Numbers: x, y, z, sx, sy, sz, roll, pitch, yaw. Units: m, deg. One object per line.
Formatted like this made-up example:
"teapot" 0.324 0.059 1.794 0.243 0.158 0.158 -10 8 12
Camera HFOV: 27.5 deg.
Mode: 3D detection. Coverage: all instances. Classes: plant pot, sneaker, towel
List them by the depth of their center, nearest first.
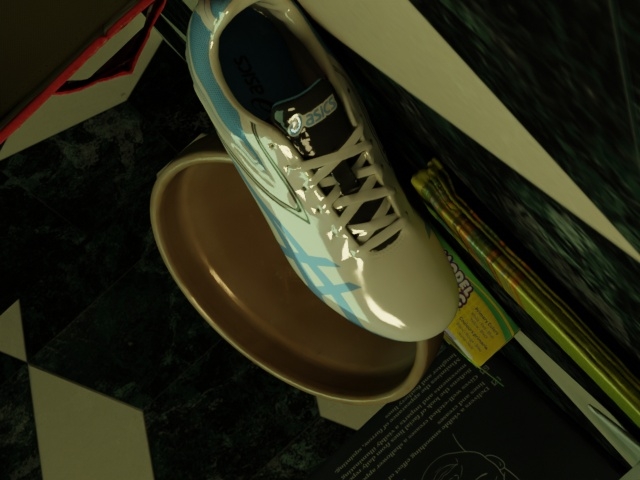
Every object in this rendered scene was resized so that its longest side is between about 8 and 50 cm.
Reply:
"sneaker" 0.001 -0.041 0.737 0.237 0.085 0.086 56 171 -5
"towel" 0.143 0.050 0.747 0.237 0.021 0.102 47 -177 16
"plant pot" 0.000 0.000 0.955 0.237 0.110 0.237 25 143 21

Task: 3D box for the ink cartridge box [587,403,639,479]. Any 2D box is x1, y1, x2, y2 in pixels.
"ink cartridge box" 0.299 0.304 0.975 0.353 0.119 0.207 48 179 -18

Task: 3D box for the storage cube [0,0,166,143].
"storage cube" -0.161 -0.163 0.606 0.215 0.183 0.193 48 180 -14

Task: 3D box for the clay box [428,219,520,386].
"clay box" 0.083 0.019 1.101 0.222 0.053 0.127 48 178 -19

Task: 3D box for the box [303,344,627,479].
"box" 0.202 0.335 1.497 0.212 0.293 0.395 48 180 -28
